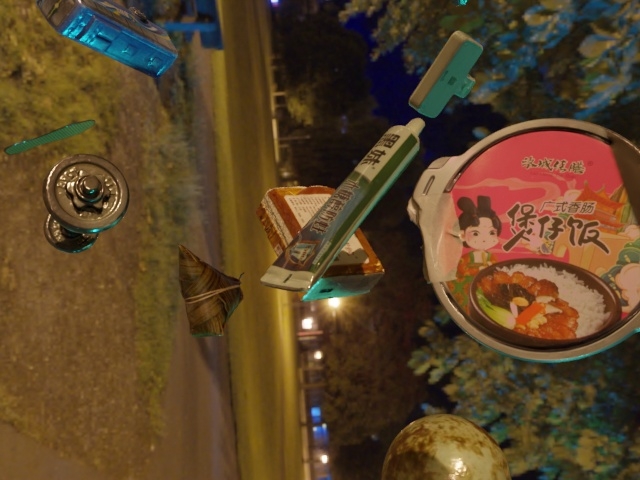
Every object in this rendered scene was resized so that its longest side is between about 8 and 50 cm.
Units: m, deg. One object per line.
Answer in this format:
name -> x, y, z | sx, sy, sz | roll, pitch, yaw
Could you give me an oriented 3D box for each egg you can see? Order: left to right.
egg -> 0.233, 0.447, 1.425 | 0.289, 0.238, 0.238 | -79, 164, -88

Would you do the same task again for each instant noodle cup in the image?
instant noodle cup -> 0.264, 0.009, 0.857 | 0.258, 0.302, 0.181 | -54, 156, 7

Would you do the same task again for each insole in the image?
insole -> -0.735, -0.280, 2.056 | 0.086, 0.253, 0.005 | 116, -47, -78

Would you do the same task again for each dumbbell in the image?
dumbbell -> -0.339, -0.035, 1.057 | 0.254, 0.110, 0.110 | 144, -55, -60

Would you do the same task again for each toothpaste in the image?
toothpaste -> 0.053, -0.065, 1.140 | 0.392, 0.098, 0.061 | -50, 127, -31

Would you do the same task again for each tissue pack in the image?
tissue pack -> 0.000, 0.000, 1.458 | 0.092, 0.183, 0.226 | -54, -126, 35

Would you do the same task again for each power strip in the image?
power strip -> 0.398, -0.495, 2.305 | 0.059, 0.193, 0.265 | 48, -66, 34

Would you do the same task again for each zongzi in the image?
zongzi -> -0.206, 0.063, 1.405 | 0.187, 0.084, 0.184 | -65, 142, -68

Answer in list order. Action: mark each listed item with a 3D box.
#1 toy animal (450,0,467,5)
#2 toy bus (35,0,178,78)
toy animal -> 0.265, -0.690, 1.710 | 0.367, 0.081, 0.206 | 8, 97, -57
toy bus -> -0.336, -0.343, 1.221 | 0.094, 0.079, 0.236 | 48, 17, 27
